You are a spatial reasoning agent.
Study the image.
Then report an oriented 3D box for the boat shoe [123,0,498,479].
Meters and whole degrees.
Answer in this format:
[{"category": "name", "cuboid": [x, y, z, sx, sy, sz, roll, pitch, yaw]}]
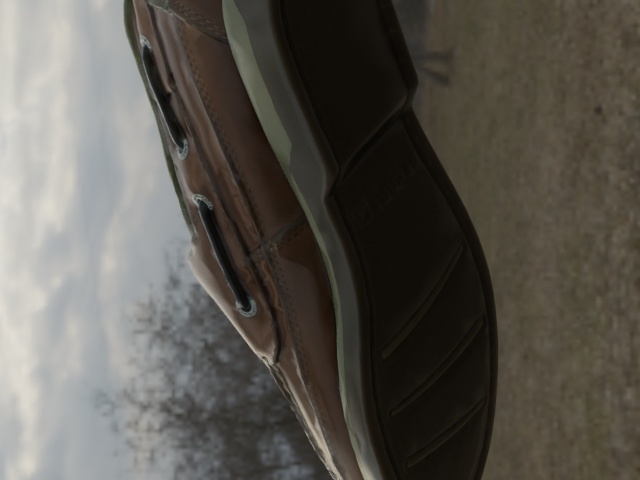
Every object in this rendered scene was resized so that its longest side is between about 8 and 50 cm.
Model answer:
[{"category": "boat shoe", "cuboid": [0.000, 0.000, 0.588, 0.111, 0.104, 0.307, -38, -58, -44]}]
